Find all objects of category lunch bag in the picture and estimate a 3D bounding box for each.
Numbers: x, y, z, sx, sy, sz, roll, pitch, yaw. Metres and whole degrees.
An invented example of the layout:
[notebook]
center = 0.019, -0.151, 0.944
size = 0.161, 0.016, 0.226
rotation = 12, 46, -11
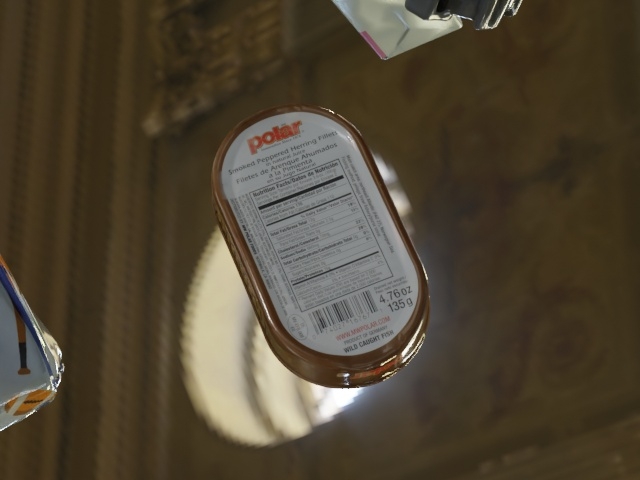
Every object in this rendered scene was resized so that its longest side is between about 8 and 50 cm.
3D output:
[lunch bag]
center = -0.282, 0.018, 1.372
size = 0.115, 0.303, 0.243
rotation = -32, -82, -11

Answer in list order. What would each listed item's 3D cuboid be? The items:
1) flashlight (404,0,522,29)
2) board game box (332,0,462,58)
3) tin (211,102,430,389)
[flashlight]
center = 0.135, -0.273, 1.158
size = 0.103, 0.304, 0.103
rotation = 10, -144, -14
[board game box]
center = 0.025, -0.361, 1.970
size = 0.224, 0.097, 0.303
rotation = 42, -151, -63
[tin]
center = 0.000, 0.000, 1.226
size = 0.106, 0.040, 0.190
rotation = -20, -114, -11
